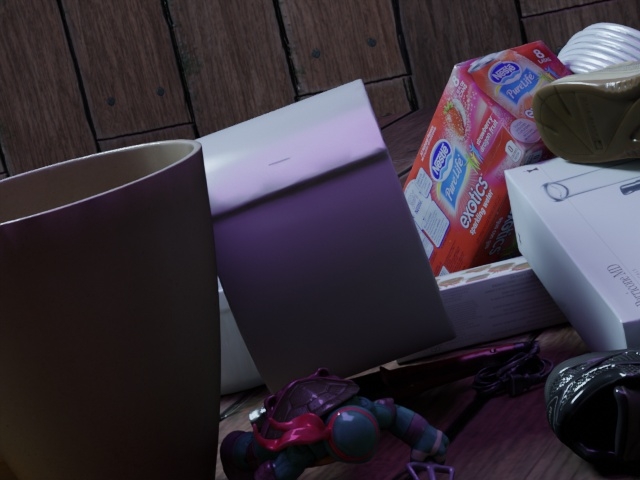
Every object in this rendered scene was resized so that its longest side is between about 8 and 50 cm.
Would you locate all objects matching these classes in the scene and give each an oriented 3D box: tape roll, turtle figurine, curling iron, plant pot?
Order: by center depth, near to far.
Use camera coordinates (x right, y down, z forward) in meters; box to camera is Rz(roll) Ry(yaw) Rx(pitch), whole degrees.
[{"bbox_3d":[0.007,0.152,1.222,0.175,0.118,0.234,-17,5,-17],"label":"turtle figurine"},{"bbox_3d":[-0.181,0.087,1.320,0.257,0.274,0.256,-14,13,3],"label":"plant pot"},{"bbox_3d":[0.067,0.127,1.467,0.274,0.035,0.068,-11,11,13],"label":"curling iron"},{"bbox_3d":[0.000,0.000,1.468,0.169,0.246,0.246,-20,10,4],"label":"tape roll"}]

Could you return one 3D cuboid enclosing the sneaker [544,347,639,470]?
[{"bbox_3d":[0.272,0.107,1.191,0.228,0.087,0.130,-15,12,10],"label":"sneaker"}]

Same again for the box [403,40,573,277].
[{"bbox_3d":[0.182,-0.067,1.735,0.123,0.128,0.257,-20,-31,-30],"label":"box"}]

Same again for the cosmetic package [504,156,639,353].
[{"bbox_3d":[0.344,0.002,1.448,0.285,0.097,0.377,-16,22,-3],"label":"cosmetic package"}]

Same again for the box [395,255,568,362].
[{"bbox_3d":[0.217,0.047,1.629,0.324,0.067,0.063,-14,11,-1],"label":"box"}]

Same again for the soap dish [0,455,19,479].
[{"bbox_3d":[-0.336,0.157,1.590,0.229,0.118,0.291,-15,10,-9],"label":"soap dish"}]

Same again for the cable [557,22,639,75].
[{"bbox_3d":[0.334,-0.103,1.748,0.089,0.257,0.257,-42,-1,-17],"label":"cable"}]

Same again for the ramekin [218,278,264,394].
[{"bbox_3d":[-0.098,0.084,1.709,0.207,0.109,0.207,-12,10,2],"label":"ramekin"}]

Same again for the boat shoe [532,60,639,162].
[{"bbox_3d":[0.324,-0.118,1.485,0.098,0.109,0.302,-28,20,-31],"label":"boat shoe"}]
